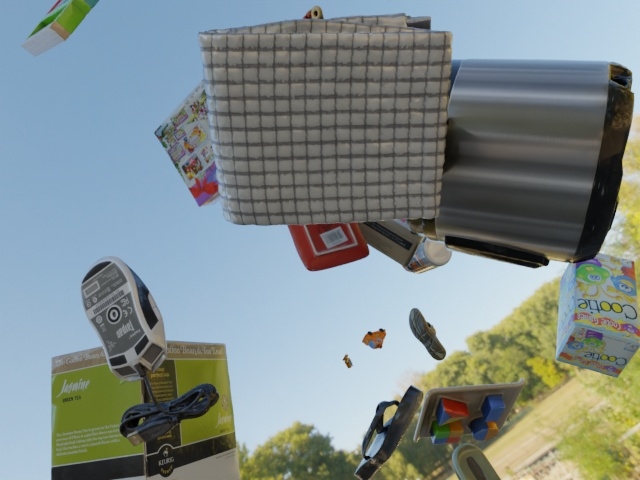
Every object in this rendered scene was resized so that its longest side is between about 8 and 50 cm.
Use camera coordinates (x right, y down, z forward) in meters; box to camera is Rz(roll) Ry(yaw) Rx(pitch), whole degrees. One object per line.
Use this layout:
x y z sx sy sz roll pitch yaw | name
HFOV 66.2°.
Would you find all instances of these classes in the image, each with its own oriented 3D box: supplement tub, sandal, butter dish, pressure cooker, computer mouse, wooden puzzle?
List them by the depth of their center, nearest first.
-0.183 0.102 0.501 0.106 0.193 0.042 -32 -17 13 | computer mouse
0.091 0.309 0.772 0.097 0.054 0.254 -42 -22 -44 | sandal
0.330 -0.161 0.950 0.369 0.421 0.375 72 -145 -51 | pressure cooker
0.000 0.000 1.081 0.160 0.159 0.118 -14 -20 -26 | butter dish
0.428 0.620 1.166 0.120 0.302 0.086 -16 -39 -30 | sandal
0.337 0.291 1.532 0.049 0.180 0.072 -12 -34 -38 | sandal
0.503 0.598 1.660 0.348 0.080 0.322 -6 -47 -6 | wooden puzzle
0.362 0.051 1.716 0.117 0.117 0.190 -24 -6 -23 | supplement tub

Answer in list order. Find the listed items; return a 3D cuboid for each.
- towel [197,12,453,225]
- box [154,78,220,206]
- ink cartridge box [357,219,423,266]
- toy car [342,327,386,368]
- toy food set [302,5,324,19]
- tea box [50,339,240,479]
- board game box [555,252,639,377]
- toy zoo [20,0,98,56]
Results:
0.009 -0.147 0.607 0.284 0.121 0.234 -4 -69 -3 | towel
-0.200 -0.232 1.027 0.293 0.200 0.057 -35 -7 28 | box
0.183 -0.069 1.224 0.234 0.193 0.088 -48 -16 -48 | ink cartridge box
0.107 0.252 1.123 0.060 0.040 0.122 7 -50 -39 | toy car
-0.021 -0.635 1.433 0.083 0.082 0.020 -5 8 39 | toy food set
-0.353 0.386 1.033 0.220 0.323 0.329 -14 -18 16 | tea box
0.687 0.172 1.224 0.142 0.144 0.275 89 -158 -44 | board game box
-0.395 -0.450 0.850 0.030 0.192 0.293 41 -110 -40 | toy zoo
